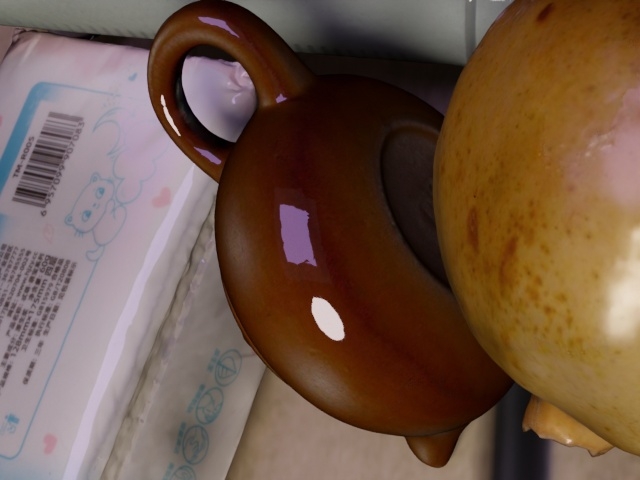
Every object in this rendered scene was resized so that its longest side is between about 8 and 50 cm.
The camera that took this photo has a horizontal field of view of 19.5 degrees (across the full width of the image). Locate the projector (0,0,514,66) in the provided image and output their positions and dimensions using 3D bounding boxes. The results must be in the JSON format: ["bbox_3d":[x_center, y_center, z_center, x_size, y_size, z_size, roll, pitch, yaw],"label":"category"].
[{"bbox_3d":[-0.046,-0.152,0.964,0.337,0.108,0.108,6,70,10],"label":"projector"}]

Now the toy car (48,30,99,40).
[{"bbox_3d":[-0.124,-0.237,1.102,0.235,0.172,0.158,-8,50,26],"label":"toy car"}]

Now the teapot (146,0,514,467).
[{"bbox_3d":[0.000,0.000,0.880,0.135,0.178,0.252,-35,98,29],"label":"teapot"}]

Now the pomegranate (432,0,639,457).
[{"bbox_3d":[0.155,-0.019,0.778,0.233,0.233,0.233,-14,61,27],"label":"pomegranate"}]

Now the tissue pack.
[{"bbox_3d":[-0.121,0.035,0.991,0.201,0.124,0.271,13,77,37],"label":"tissue pack"}]
